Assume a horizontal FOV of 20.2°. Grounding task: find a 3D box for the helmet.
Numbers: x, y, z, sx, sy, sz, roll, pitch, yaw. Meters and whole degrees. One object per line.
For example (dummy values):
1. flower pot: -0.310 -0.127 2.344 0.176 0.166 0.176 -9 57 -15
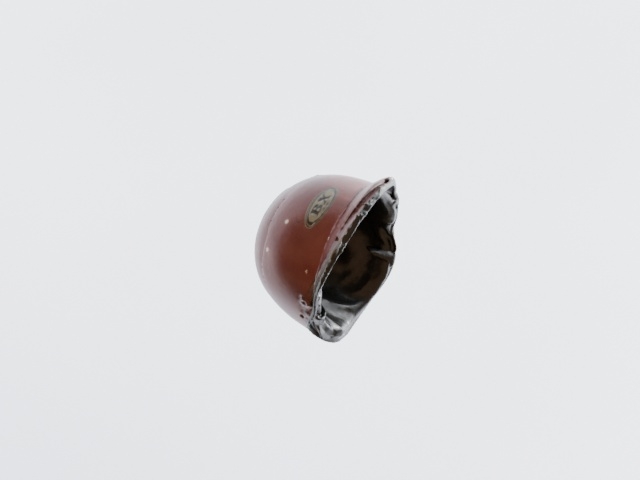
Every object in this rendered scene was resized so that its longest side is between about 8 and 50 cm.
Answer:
1. helmet: -0.001 -0.001 0.729 0.049 0.065 0.084 30 -30 18
